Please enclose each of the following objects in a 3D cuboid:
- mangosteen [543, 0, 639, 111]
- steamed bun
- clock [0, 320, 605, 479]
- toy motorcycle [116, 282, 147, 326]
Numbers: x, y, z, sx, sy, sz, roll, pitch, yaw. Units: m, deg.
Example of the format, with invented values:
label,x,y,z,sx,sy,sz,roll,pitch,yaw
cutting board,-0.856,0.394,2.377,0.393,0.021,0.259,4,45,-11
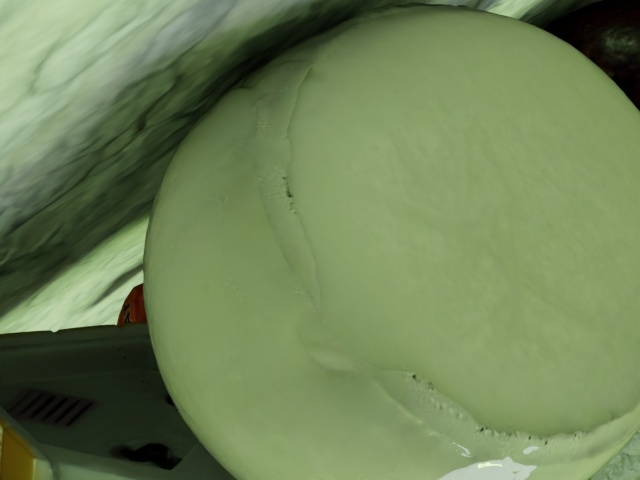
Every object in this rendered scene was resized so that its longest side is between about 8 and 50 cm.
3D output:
label,x,y,z,sx,sy,sz,roll,pitch,yaw
mangosteen,0.209,-0.067,0.913,0.235,0.235,0.261,-13,119,-75
steamed bun,0.031,0.013,0.595,0.131,0.177,0.228,-40,178,41
clock,-0.055,0.139,0.681,0.309,0.166,0.235,11,-161,13
toy motorcycle,0.002,0.001,0.811,0.171,0.089,0.298,-28,174,-29
